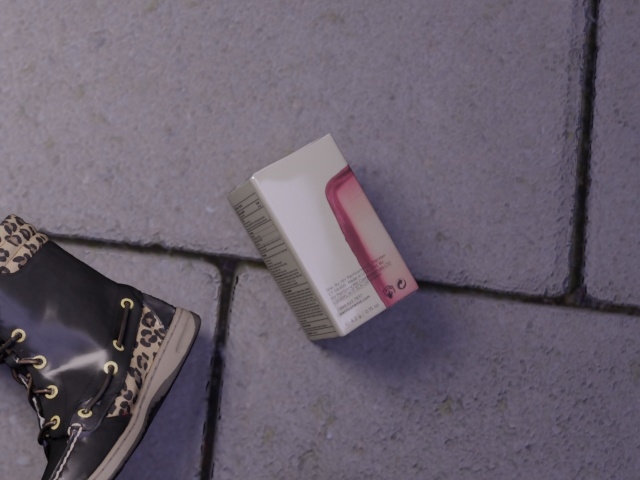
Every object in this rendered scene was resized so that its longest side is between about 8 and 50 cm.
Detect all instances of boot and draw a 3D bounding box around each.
[{"bbox_3d":[-0.332,0.157,1.396,0.284,0.138,0.377,35,51,-7],"label":"boot"}]

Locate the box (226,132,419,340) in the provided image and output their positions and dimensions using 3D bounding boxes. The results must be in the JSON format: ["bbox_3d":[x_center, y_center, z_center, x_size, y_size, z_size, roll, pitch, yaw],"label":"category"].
[{"bbox_3d":[0.000,0.000,1.550,0.126,0.148,0.232,-30,93,-18],"label":"box"}]
